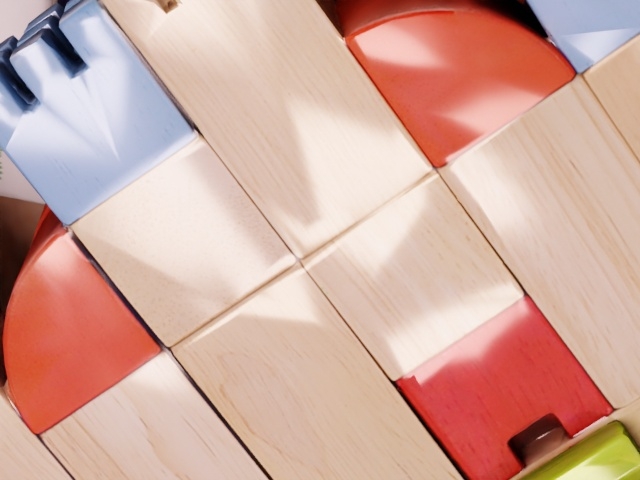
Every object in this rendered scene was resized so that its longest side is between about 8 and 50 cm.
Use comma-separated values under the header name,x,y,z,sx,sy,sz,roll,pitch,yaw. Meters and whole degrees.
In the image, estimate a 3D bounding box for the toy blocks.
name,x,y,z,sx,sy,sz,roll,pitch,yaw
toy blocks,0.000,0.000,0.551,0.381,0.191,0.261,-34,108,10

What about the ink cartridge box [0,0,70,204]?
name,x,y,z,sx,sy,sz,roll,pitch,yaw
ink cartridge box,-0.190,-0.127,0.586,0.224,0.045,0.223,11,130,6
